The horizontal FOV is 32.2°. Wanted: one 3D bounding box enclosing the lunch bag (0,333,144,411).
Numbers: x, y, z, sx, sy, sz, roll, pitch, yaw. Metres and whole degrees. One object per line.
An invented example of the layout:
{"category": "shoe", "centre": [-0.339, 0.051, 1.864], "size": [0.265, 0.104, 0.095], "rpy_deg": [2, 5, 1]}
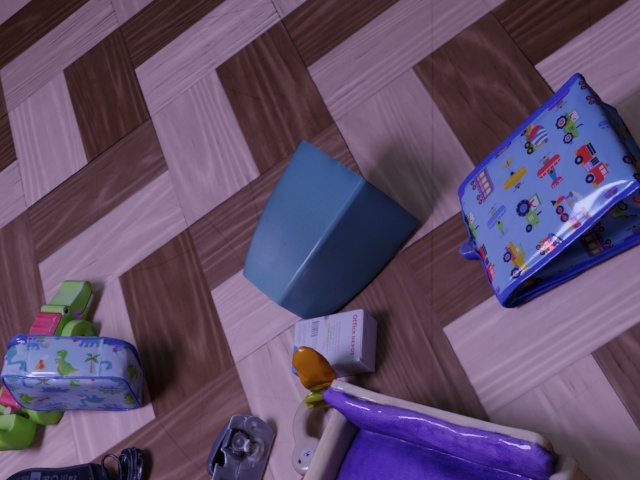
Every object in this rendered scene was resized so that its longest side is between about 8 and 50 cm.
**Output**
{"category": "lunch bag", "centre": [-0.408, 0.225, 1.837], "size": [0.219, 0.176, 0.090], "rpy_deg": [0, 60, 4]}

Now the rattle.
{"category": "rattle", "centre": [-0.011, 0.277, 1.585], "size": [0.130, 0.143, 0.200], "rpy_deg": [20, 67, 22]}

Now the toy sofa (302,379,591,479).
{"category": "toy sofa", "centre": [0.149, 0.310, 1.422], "size": [0.362, 0.177, 0.150], "rpy_deg": [10, 67, 38]}

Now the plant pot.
{"category": "plant pot", "centre": [0.000, 0.000, 1.747], "size": [0.165, 0.165, 0.234], "rpy_deg": [37, 94, 44]}

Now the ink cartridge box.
{"category": "ink cartridge box", "centre": [0.023, 0.162, 1.691], "size": [0.122, 0.052, 0.089], "rpy_deg": [-14, 55, 29]}

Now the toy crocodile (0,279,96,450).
{"category": "toy crocodile", "centre": [-0.501, 0.220, 1.981], "size": [0.115, 0.105, 0.341], "rpy_deg": [5, 64, 37]}

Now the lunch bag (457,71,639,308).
{"category": "lunch bag", "centre": [0.320, -0.054, 1.589], "size": [0.293, 0.138, 0.221], "rpy_deg": [-36, 49, 23]}

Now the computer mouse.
{"category": "computer mouse", "centre": [-0.412, 0.439, 1.807], "size": [0.272, 0.072, 0.188], "rpy_deg": [-6, 56, 18]}

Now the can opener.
{"category": "can opener", "centre": [-0.147, 0.397, 1.659], "size": [0.095, 0.076, 0.283], "rpy_deg": [-28, 40, 62]}
